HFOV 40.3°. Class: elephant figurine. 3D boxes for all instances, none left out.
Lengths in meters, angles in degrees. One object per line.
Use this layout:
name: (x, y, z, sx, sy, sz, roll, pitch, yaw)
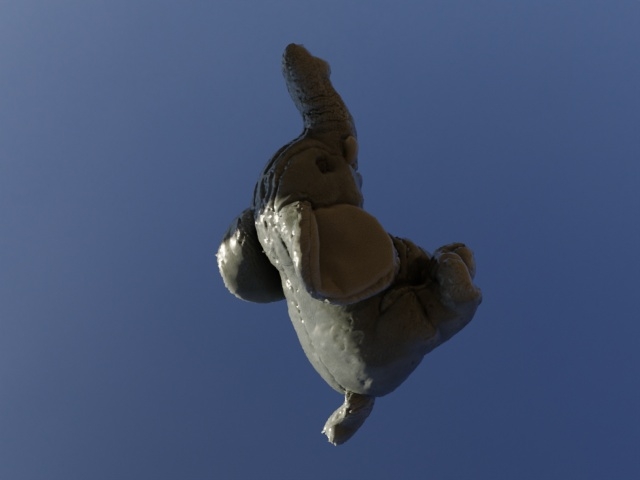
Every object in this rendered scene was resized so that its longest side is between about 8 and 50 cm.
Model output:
elephant figurine: (0.000, 0.000, 0.703, 0.239, 0.169, 0.186, 43, -154, -21)
